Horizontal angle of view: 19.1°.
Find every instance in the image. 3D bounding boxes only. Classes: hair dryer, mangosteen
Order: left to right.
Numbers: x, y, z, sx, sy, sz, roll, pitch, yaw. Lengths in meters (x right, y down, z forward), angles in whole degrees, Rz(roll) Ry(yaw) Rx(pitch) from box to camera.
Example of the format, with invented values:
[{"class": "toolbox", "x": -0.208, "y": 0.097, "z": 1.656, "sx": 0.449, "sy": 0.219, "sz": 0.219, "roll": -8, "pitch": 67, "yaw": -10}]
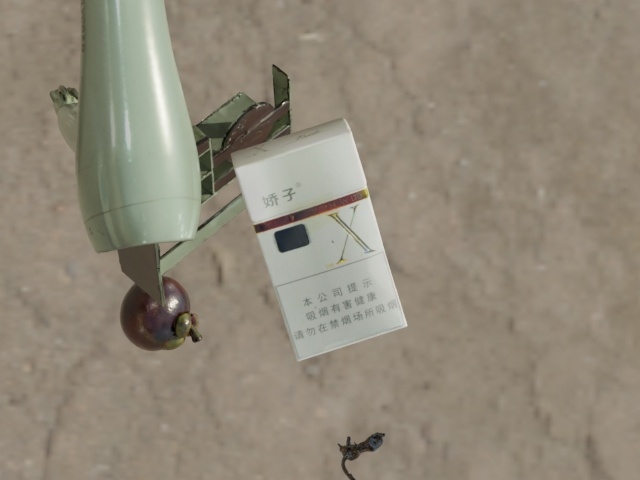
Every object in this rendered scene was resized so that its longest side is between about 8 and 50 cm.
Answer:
[{"class": "hair dryer", "x": -0.143, "y": -0.105, "z": 1.218, "sx": 0.075, "sy": 0.237, "sz": 0.206, "roll": -8, "pitch": 99, "yaw": -20}, {"class": "mangosteen", "x": -0.166, "y": 0.074, "z": 1.949, "sx": 0.081, "sy": 0.081, "sz": 0.081, "roll": 0, "pitch": 90, "yaw": -47}]

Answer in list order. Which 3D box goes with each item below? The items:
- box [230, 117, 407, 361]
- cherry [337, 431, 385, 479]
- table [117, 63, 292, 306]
[{"class": "box", "x": 0.000, "y": 0.000, "z": 1.312, "sx": 0.040, "sy": 0.084, "sz": 0.154, "roll": -105, "pitch": 178, "yaw": -65}, {"class": "cherry", "x": 0.072, "y": 0.243, "z": 1.745, "sx": 0.090, "sy": 0.107, "sz": 0.225, "roll": 39, "pitch": 23, "yaw": -35}, {"class": "table", "x": -0.093, "y": -0.051, "z": 1.486, "sx": 0.146, "sy": 0.062, "sz": 0.175, "roll": -39, "pitch": 152, "yaw": -23}]
